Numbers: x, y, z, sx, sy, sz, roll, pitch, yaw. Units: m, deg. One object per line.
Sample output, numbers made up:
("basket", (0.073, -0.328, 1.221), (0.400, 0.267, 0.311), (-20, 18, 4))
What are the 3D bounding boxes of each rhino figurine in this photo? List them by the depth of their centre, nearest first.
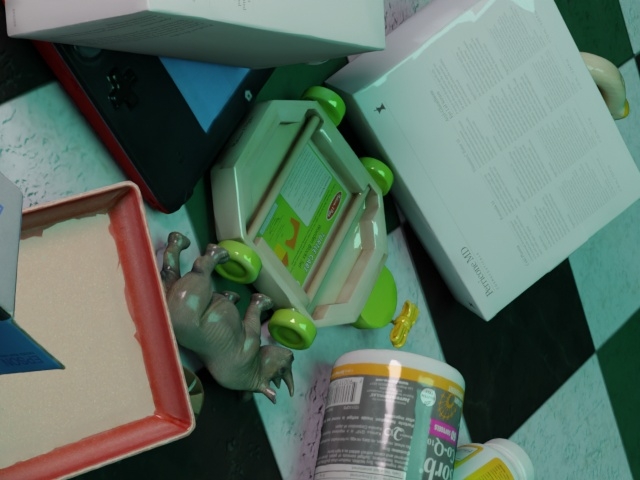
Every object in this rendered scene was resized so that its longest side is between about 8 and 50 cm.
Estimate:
("rhino figurine", (-0.099, 0.102, 1.750), (0.243, 0.073, 0.106), (49, 50, -37))

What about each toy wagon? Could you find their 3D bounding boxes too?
("toy wagon", (0.000, 0.000, 1.887), (0.344, 0.068, 0.267), (53, 49, -33))

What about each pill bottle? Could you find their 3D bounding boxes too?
("pill bottle", (0.072, 0.277, 1.862), (0.162, 0.162, 0.278), (28, 64, -45))
("pill bottle", (0.180, 0.324, 2.020), (0.208, 0.117, 0.117), (-24, 103, -49))

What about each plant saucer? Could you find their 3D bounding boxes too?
("plant saucer", (-0.266, 0.097, 1.521), (0.259, 0.048, 0.258), (-17, 99, -29))

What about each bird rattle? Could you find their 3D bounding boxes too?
("bird rattle", (0.308, -0.203, 2.192), (0.253, 0.207, 0.143), (53, 30, -44))

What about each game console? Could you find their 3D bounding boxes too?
("game console", (-0.160, -0.273, 1.739), (0.342, 0.060, 0.386), (55, 48, -29))

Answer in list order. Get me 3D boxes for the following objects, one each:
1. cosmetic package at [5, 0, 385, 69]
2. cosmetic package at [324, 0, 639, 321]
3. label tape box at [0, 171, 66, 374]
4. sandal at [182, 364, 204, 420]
("cosmetic package", (-0.116, -0.264, 1.601), (0.365, 0.197, 0.155), (-1, 88, -54))
("cosmetic package", (0.217, -0.129, 2.041), (0.284, 0.097, 0.377), (-38, 119, -11))
("label tape box", (-0.375, -0.019, 1.306), (0.334, 0.240, 0.106), (46, 51, -37))
("sandal", (-0.209, 0.119, 1.621), (0.219, 0.060, 0.090), (36, 72, -33))
